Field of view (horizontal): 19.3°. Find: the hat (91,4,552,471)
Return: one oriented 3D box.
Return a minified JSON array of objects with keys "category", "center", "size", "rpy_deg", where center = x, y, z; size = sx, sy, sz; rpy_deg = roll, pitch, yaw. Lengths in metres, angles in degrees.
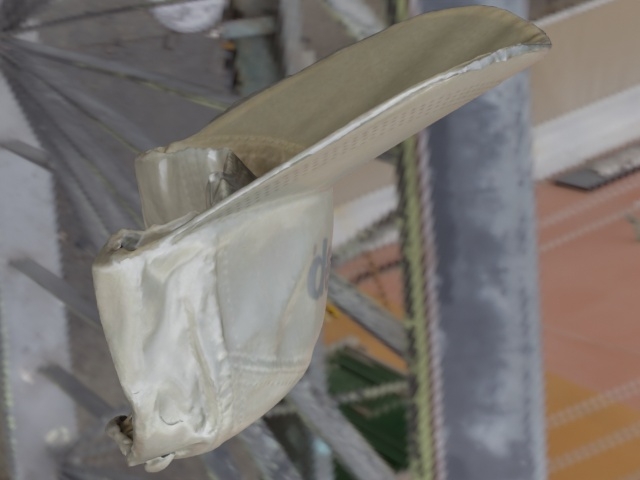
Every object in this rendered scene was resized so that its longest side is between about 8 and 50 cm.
[{"category":"hat","center":[0.000,0.000,0.849],"size":[0.245,0.214,0.149],"rpy_deg":[-15,105,6]}]
